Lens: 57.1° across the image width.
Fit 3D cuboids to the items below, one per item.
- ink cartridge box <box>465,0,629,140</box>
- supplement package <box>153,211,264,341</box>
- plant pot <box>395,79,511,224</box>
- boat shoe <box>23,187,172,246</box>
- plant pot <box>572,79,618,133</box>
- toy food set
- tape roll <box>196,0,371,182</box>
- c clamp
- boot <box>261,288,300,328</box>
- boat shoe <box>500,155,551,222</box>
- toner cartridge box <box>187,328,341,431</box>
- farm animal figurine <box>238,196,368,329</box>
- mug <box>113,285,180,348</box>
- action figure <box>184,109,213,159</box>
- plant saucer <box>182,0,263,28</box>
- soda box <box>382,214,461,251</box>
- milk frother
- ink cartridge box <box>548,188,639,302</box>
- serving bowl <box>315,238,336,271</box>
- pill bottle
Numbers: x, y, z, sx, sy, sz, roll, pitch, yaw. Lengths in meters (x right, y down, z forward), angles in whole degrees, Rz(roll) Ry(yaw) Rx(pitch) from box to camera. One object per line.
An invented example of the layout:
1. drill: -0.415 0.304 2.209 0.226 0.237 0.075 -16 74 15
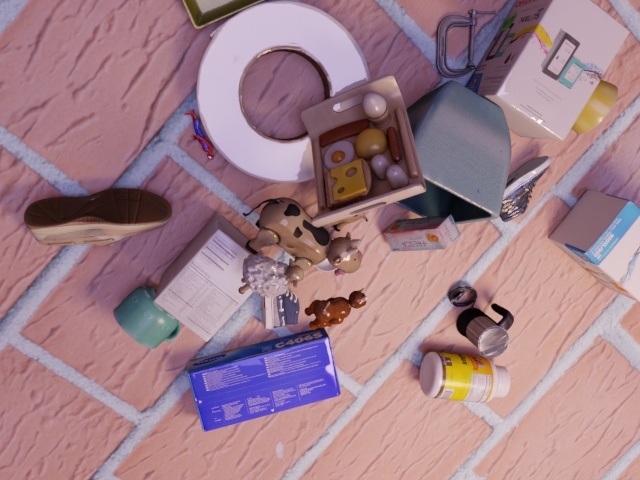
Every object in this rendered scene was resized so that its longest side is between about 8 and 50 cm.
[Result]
1. ink cartridge box: 0.496 -0.395 1.327 0.197 0.198 0.270 29 96 -15
2. supplement package: -0.239 0.074 1.303 0.149 0.194 0.203 42 93 -17
3. plant pot: 0.275 -0.202 1.319 0.248 0.247 0.252 26 79 -15
4. boat shoe: -0.477 -0.041 1.290 0.302 0.109 0.098 -6 144 -10
5. plant pot: 0.619 -0.336 1.402 0.095 0.134 0.134 29 97 -9
6. toy food set: 0.070 -0.181 1.161 0.219 0.306 0.092 -19 142 17
7. tape roll: -0.081 -0.322 1.303 0.392 0.072 0.392 -2 104 -9
8. c clamp: 0.337 -0.460 1.373 0.137 0.022 0.161 3 102 -11
9. boot: -0.095 0.125 1.404 0.086 0.069 0.190 -7 123 -15
10. boat shoe: 0.506 -0.128 1.466 0.183 0.065 0.083 -38 108 7
11. toner cartridge box: -0.136 0.339 1.448 0.348 0.075 0.165 -13 104 -8
12. farm animal figurine: 0.000 0.000 1.238 0.327 0.330 0.172 26 138 -29
13. mug: -0.384 0.167 1.345 0.129 0.158 0.097 44 90 7
14. action figure: -0.268 -0.232 1.308 0.030 0.038 0.115 -35 107 -24
15. plant saucer: -0.218 -0.566 1.232 0.188 0.045 0.188 -25 106 -4
16. soda box: 0.234 -0.015 1.376 0.063 0.183 0.058 -40 110 -29
17. milk frother: 0.394 0.200 1.483 0.143 0.135 0.129 26 96 -15
18. ink cartridge box: 0.746 0.015 1.485 0.232 0.171 0.168 36 95 -16
19. serving bowl: 0.016 0.033 1.428 0.083 0.027 0.083 -2 103 -10
20. pill bottle: 0.375 0.357 1.526 0.215 0.117 0.117 9 101 -13
